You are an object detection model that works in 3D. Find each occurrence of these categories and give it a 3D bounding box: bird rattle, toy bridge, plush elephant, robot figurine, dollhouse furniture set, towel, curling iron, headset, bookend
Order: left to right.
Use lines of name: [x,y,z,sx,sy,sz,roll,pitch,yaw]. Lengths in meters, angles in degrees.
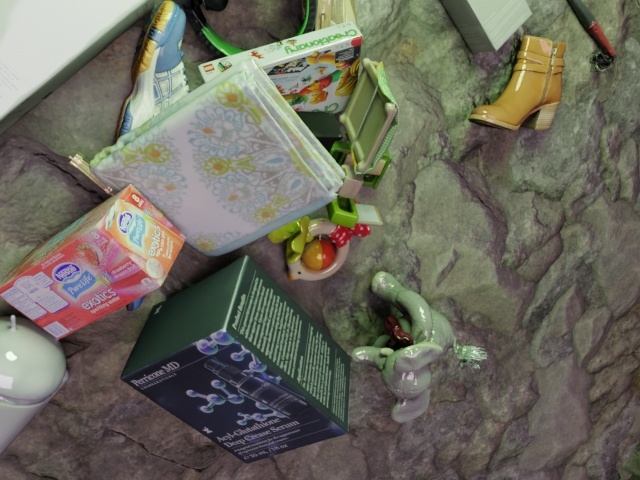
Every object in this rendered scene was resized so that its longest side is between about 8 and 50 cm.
robot figurine: [-0.650,0.294,0.915,0.353,0.200,0.300,-50,157,2]
toy bridge: [-0.415,-0.108,0.933,0.188,0.063,0.026,39,93,-29]
towel: [-0.182,-0.130,0.892,0.374,0.090,0.320,-25,134,20]
headset: [-0.151,-0.475,0.795,0.243,0.185,0.394,-13,131,13]
bookend: [-0.058,-0.195,0.997,0.157,0.072,0.156,-6,151,-26]
bird rattle: [0.000,0.000,1.127,0.253,0.143,0.207,-11,125,-31]
dollhouse furniture set: [0.123,-0.192,0.971,0.151,0.197,0.301,6,134,-20]
plush elephant: [0.201,0.279,1.140,0.255,0.330,0.272,-25,127,-45]
curling iron: [0.699,-0.546,1.213,0.068,0.035,0.274,-47,118,0]

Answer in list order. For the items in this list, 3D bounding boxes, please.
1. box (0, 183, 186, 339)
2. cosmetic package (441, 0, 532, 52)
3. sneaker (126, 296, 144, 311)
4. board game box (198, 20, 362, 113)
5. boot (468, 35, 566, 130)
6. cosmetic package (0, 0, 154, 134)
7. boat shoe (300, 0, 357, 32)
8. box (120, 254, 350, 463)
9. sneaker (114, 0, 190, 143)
box: [-0.426,0.044,0.873,0.300,0.142,0.154,-26,120,24]
cosmetic package: [0.351,-0.555,1.041,0.127,0.107,0.238,-44,115,-1]
sneaker: [-0.363,0.060,1.009,0.082,0.069,0.209,13,100,-35]
board game box: [-0.070,-0.304,0.931,0.305,0.053,0.193,-21,156,-9]
boot: [0.493,-0.386,1.150,0.283,0.109,0.220,-5,112,-22]
cosmetic package: [-0.461,-0.332,0.749,0.385,0.217,0.156,-39,117,-1]
boat shoe: [-0.005,-0.515,0.906,0.110,0.121,0.341,-19,116,-15]
box: [-0.161,0.277,1.030,0.293,0.212,0.395,-28,120,25]
sneaker: [-0.295,-0.294,0.897,0.131,0.112,0.296,12,114,-32]
